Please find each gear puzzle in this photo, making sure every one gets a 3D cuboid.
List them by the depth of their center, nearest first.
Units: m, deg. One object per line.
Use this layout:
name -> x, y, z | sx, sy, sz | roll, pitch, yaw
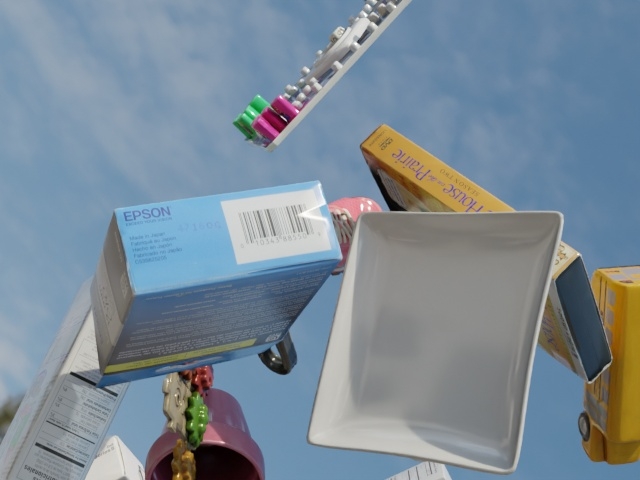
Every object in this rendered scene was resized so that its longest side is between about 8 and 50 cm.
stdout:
gear puzzle -> -0.198, 0.232, 2.050 | 0.044, 0.339, 0.175 | -3, -31, 11

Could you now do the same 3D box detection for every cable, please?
cable -> -0.058, 0.099, 1.875 | 0.139, 0.072, 0.287 | 16, -30, 28

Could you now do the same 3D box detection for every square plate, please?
square plate -> 0.155, 0.128, 1.763 | 0.347, 0.344, 0.049 | 1, -19, 42

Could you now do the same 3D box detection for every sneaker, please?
sneaker -> 0.000, 0.001, 2.121 | 0.136, 0.314, 0.116 | -35, -100, 55

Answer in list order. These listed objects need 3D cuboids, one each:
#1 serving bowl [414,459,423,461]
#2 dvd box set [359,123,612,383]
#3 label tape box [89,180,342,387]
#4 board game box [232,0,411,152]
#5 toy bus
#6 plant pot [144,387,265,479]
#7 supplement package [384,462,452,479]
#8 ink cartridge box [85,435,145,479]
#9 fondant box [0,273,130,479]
serving bowl -> 0.150, 0.336, 2.158 | 0.083, 0.083, 0.027 | 40, -72, 21
dvd box set -> 0.255, 0.019, 2.033 | 0.420, 0.062, 0.307 | 38, -14, 37
label tape box -> -0.146, 0.061, 1.606 | 0.348, 0.249, 0.115 | 127, -50, -62
board game box -> 0.017, -0.303, 2.057 | 0.050, 0.390, 0.390 | 43, -1, -11
toy bus -> 0.491, 0.206, 2.106 | 0.130, 0.108, 0.333 | -127, -146, -69
plant pot -> -0.194, 0.354, 2.228 | 0.180, 0.201, 0.201 | -96, 173, -56
supplement package -> 0.183, 0.595, 2.867 | 0.134, 0.244, 0.139 | -90, 155, -79
ink cartridge box -> -0.415, 0.536, 2.590 | 0.273, 0.198, 0.115 | 60, 3, -41
fondant box -> -0.337, 0.203, 1.815 | 0.096, 0.330, 0.238 | 30, -20, -14
